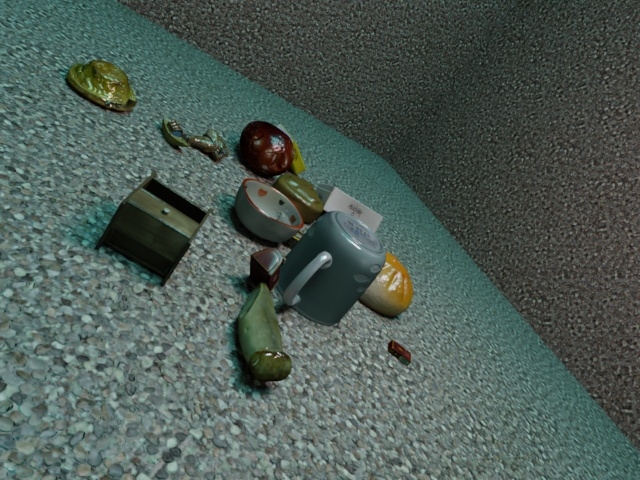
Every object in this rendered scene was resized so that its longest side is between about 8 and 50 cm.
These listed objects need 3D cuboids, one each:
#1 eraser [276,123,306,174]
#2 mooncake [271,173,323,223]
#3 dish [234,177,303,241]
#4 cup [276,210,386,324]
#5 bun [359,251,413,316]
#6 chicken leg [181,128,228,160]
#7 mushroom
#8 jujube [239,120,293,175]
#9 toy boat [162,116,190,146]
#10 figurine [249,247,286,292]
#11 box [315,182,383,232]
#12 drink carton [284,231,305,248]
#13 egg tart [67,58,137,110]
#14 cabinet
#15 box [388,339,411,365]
[{"bbox_3d":[-0.153,-0.435,2.264,0.158,0.069,0.226,55,-6,33],"label":"eraser"},{"bbox_3d":[-0.099,-0.186,1.943,0.235,0.117,0.235,35,23,-17],"label":"mooncake"},{"bbox_3d":[-0.188,-0.086,1.594,0.256,0.117,0.256,33,22,-16],"label":"dish"},{"bbox_3d":[0.018,0.077,1.389,0.259,0.274,0.357,43,21,13],"label":"cup"},{"bbox_3d":[0.234,0.133,1.776,0.299,0.165,0.299,35,21,-15],"label":"bun"},{"bbox_3d":[-0.444,-0.379,1.826,0.196,0.080,0.125,26,38,-28],"label":"chicken leg"},{"bbox_3d":[-0.148,0.205,1.132,0.107,0.087,0.333,32,19,-31],"label":"mushroom"},{"bbox_3d":[-0.239,-0.410,2.058,0.223,0.223,0.318,22,19,-37],"label":"jujube"},{"bbox_3d":[-0.532,-0.391,1.720,0.065,0.066,0.172,11,35,-55],"label":"toy boat"},{"bbox_3d":[-0.141,0.078,1.322,0.082,0.154,0.098,41,63,16],"label":"figurine"},{"bbox_3d":[0.112,-0.137,2.104,0.274,0.116,0.203,29,1,-23],"label":"box"},{"bbox_3d":[-0.049,0.019,1.692,0.166,0.056,0.071,30,26,-23],"label":"drink carton"},{"bbox_3d":[-0.749,-0.550,1.640,0.241,0.106,0.241,32,27,-19],"label":"egg tart"},{"bbox_3d":[-0.388,-0.036,1.133,0.175,0.148,0.215,33,23,-14],"label":"cabinet"},{"bbox_3d":[0.260,0.367,1.541,0.082,0.023,0.051,37,21,-4],"label":"box"}]
